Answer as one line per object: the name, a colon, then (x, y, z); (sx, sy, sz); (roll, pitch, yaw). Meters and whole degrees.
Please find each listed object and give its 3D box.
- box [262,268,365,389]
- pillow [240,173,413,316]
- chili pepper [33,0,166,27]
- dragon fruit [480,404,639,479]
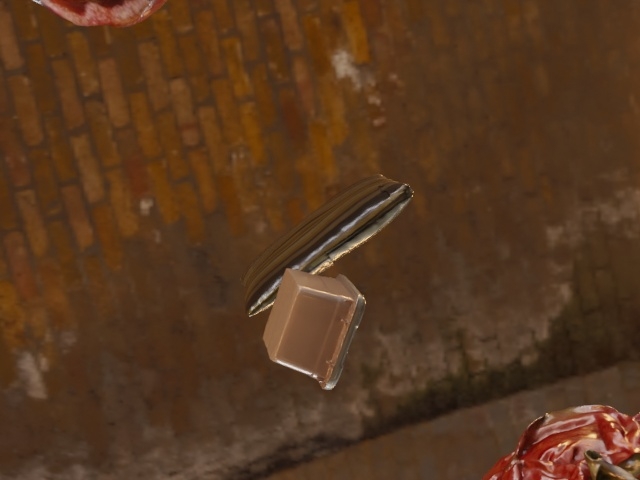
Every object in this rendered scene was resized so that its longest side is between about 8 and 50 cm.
box: (-0.009, 0.073, 1.064); (0.062, 0.122, 0.089); (19, -84, -9)
pillow: (0.000, 0.000, 1.286); (0.208, 0.212, 0.052); (-38, -80, 0)
chili pepper: (-0.202, -0.404, 1.284); (0.305, 0.229, 0.251); (-63, -32, -35)
dragon fruit: (0.236, 0.261, 0.868); (0.277, 0.278, 0.342); (-62, -40, -26)
